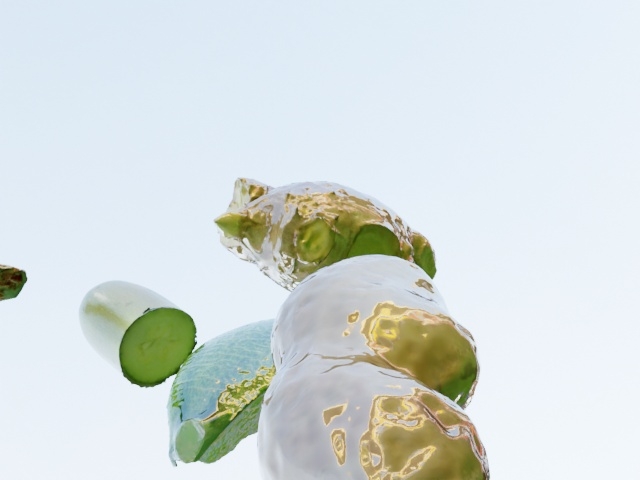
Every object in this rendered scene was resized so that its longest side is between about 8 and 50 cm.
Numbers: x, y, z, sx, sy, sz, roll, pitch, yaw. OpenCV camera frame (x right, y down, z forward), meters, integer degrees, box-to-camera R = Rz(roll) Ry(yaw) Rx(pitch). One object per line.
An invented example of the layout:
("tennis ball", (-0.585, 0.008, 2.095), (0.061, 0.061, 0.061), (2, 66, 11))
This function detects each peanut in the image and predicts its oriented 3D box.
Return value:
("peanut", (0.023, 0.072, 0.491), (0.104, 0.228, 0.085), (-14, -70, 10))

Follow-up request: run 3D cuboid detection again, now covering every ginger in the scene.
("ginger", (0.000, 0.000, 0.909), (0.216, 0.157, 0.102), (15, -86, -39))

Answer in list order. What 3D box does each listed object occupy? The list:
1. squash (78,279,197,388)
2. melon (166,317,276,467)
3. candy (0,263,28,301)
("squash", (-0.259, 0.113, 1.451), (0.123, 0.187, 0.123), (-14, -66, -34))
("melon", (-0.069, 0.162, 1.243), (0.323, 0.196, 0.124), (-13, -82, -65))
("candy", (-0.518, -0.013, 1.447), (0.086, 0.059, 0.292), (-39, -61, 4))
